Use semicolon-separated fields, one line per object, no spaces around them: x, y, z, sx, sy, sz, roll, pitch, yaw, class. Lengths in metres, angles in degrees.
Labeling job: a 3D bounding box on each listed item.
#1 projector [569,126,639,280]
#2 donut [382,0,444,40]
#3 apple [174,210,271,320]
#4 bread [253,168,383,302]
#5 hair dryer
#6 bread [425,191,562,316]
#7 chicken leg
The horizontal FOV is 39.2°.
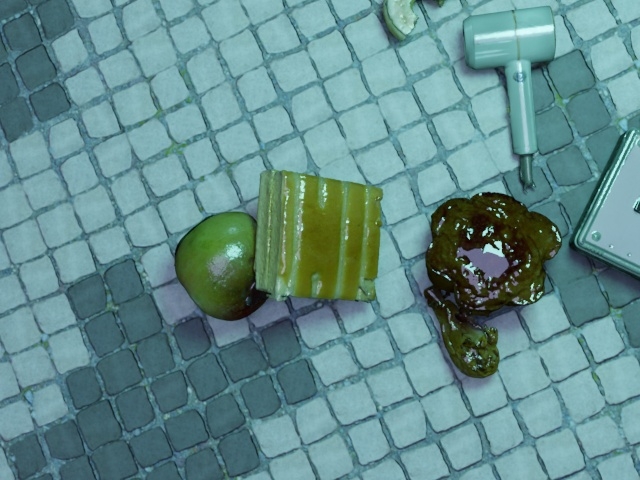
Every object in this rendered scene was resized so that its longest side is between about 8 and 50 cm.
0.616;-0.064;1.709;0.191;0.099;0.257;26;90;7;projector
0.190;-0.485;1.805;0.166;0.065;0.108;-42;83;3;donut
-0.177;0.049;1.768;0.188;0.174;0.207;-41;99;5;apple
0.000;0.000;1.722;0.239;0.111;0.246;7;85;-31;bread
0.380;-0.269;1.761;0.172;0.107;0.358;-6;92;9;hair dryer
0.311;0.032;1.704;0.246;0.135;0.232;22;71;7;bread
0.273;0.171;1.742;0.085;0.101;0.208;-24;73;-26;chicken leg
